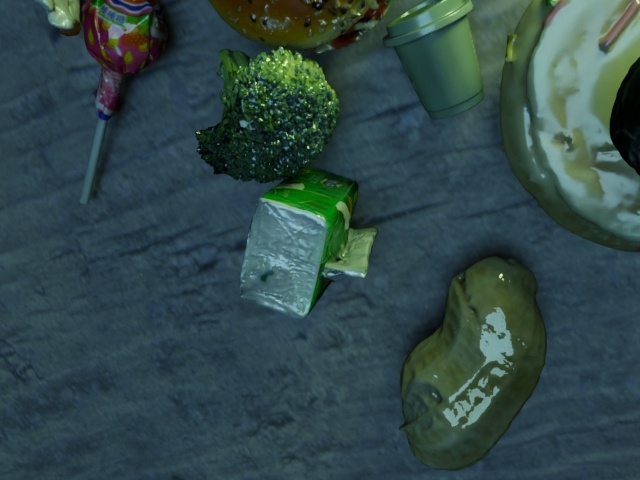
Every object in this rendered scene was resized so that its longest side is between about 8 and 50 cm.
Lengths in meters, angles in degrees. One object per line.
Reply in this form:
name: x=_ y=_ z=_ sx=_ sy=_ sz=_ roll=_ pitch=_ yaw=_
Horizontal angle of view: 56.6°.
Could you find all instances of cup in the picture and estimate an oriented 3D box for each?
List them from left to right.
cup: x=0.157 y=-0.239 z=0.778 sx=0.120 sy=0.120 sz=0.141 roll=-21 pitch=115 yaw=19

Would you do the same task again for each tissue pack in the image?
tissue pack: x=0.000 y=0.002 z=0.836 sx=0.156 sy=0.209 sz=0.148 roll=19 pitch=111 yaw=7

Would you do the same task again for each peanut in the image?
peanut: x=0.225 y=0.188 z=0.873 sx=0.174 sy=0.158 sz=0.340 roll=41 pitch=111 yaw=31

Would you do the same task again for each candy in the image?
candy: x=-0.326 y=-0.208 z=0.913 sx=0.124 sy=0.124 sz=0.366 roll=27 pitch=119 yaw=4

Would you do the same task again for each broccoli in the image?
broccoli: x=-0.074 y=-0.164 z=0.779 sx=0.198 sy=0.226 sz=0.176 roll=-40 pitch=53 yaw=9

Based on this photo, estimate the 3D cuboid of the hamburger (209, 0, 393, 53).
hamburger: x=-0.028 y=-0.384 z=0.737 sx=0.300 sy=0.176 sz=0.300 roll=5 pitch=109 yaw=14

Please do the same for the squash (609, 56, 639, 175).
squash: x=0.383 y=-0.081 z=0.529 sx=0.252 sy=0.252 sz=0.165 roll=33 pitch=112 yaw=2

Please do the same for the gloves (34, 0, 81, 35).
gloves: x=-0.394 y=-0.410 z=0.849 sx=0.131 sy=0.140 sz=0.219 roll=21 pitch=126 yaw=27

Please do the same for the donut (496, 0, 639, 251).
donut: x=0.372 y=-0.171 z=0.717 sx=0.307 sy=0.150 sz=0.371 roll=-2 pitch=106 yaw=14
